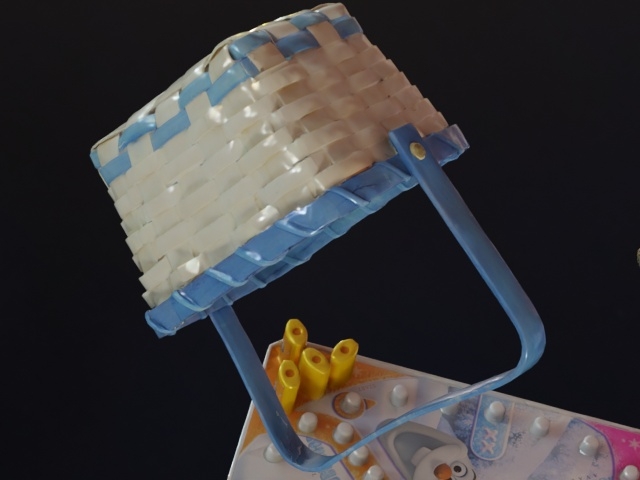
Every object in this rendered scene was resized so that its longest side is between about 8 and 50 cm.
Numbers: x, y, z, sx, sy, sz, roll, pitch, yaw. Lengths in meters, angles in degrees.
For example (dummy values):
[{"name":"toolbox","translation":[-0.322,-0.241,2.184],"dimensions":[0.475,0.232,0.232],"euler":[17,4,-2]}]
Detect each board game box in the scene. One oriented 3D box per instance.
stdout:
[{"name":"board game box","translation":[0.106,0.262,1.485],"dimensions":[0.390,0.050,0.390],"euler":[15,-129,3]}]

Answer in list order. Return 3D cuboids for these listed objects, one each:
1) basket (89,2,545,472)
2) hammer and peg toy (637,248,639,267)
[{"name":"basket","translation":[0.000,0.000,1.345],"dimensions":[0.201,0.255,0.289],"euler":[-22,-95,-49]},{"name":"hammer and peg toy","translation":[0.384,0.123,1.474],"dimensions":[0.127,0.266,0.361],"euler":[71,-166,-68]}]
